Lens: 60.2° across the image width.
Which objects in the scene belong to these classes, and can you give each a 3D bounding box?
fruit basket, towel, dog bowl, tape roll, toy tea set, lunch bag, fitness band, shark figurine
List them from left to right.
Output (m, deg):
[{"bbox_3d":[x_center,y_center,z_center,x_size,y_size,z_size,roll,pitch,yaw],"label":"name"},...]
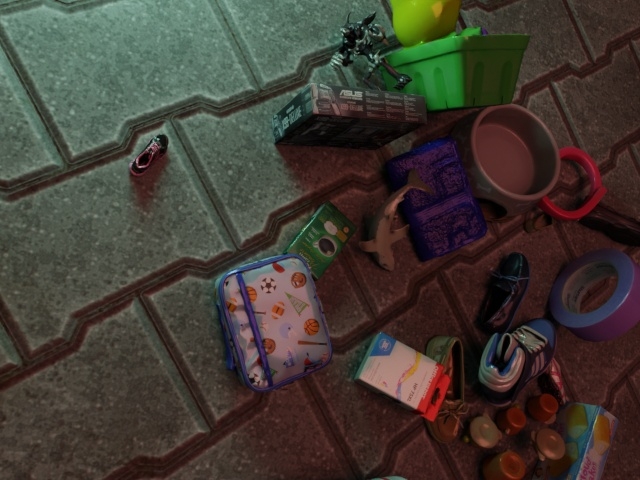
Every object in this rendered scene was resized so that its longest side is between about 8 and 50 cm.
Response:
[{"bbox_3d":[-0.114,0.195,1.279,0.243,0.115,0.303,-16,89,-24],"label":"lunch bag"},{"bbox_3d":[0.164,-0.065,1.440,0.166,0.116,0.278,11,107,-35],"label":"shark figurine"},{"bbox_3d":[0.329,-0.117,1.525,0.228,0.076,0.308,-26,98,-16],"label":"towel"},{"bbox_3d":[0.316,-0.521,1.441,0.283,0.392,0.391,-10,88,-26],"label":"fruit basket"},{"bbox_3d":[0.552,-0.248,1.631,0.349,0.102,0.348,5,73,-18],"label":"dog bowl"},{"bbox_3d":[0.559,0.567,1.571,0.336,0.124,0.199,-14,60,-23],"label":"toy tea set"},{"bbox_3d":[0.795,-0.180,1.773,0.291,0.054,0.209,-40,82,-26],"label":"fitness band"},{"bbox_3d":[0.825,0.160,1.641,0.090,0.275,0.274,34,70,-17],"label":"tape roll"}]

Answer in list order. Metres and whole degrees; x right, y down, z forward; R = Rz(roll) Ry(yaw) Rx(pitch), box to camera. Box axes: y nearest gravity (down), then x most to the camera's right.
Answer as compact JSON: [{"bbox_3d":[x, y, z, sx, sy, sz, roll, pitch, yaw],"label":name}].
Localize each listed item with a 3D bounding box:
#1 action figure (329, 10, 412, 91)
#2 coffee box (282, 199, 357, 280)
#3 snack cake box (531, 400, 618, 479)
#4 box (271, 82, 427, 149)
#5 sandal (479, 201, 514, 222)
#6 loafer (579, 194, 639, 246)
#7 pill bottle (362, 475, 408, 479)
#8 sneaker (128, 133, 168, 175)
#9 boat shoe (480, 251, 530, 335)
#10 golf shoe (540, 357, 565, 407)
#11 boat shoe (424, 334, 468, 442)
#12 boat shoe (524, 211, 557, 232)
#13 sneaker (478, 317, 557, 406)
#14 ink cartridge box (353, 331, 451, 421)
[{"bbox_3d":[0.115,-0.483,1.421,0.275,0.164,0.141,56,27,12],"label":"action figure"},{"bbox_3d":[0.000,0.000,1.398,0.113,0.040,0.184,43,67,-14],"label":"coffee box"},{"bbox_3d":[0.740,0.611,1.608,0.089,0.152,0.264,36,69,-17],"label":"snack cake box"},{"bbox_3d":[0.065,-0.295,1.359,0.308,0.242,0.076,-1,84,-25],"label":"box"},{"bbox_3d":[0.536,-0.091,1.663,0.180,0.049,0.072,-3,84,-26],"label":"sandal"},{"bbox_3d":[1.001,-0.066,1.856,0.303,0.109,0.095,20,71,-19],"label":"loafer"},{"bbox_3d":[0.026,0.663,1.215,0.408,0.229,0.228,4,81,-25],"label":"pill bottle"},{"bbox_3d":[-0.379,-0.196,1.235,0.047,0.057,0.119,38,68,-14],"label":"sneaker"},{"bbox_3d":[0.537,0.146,1.597,0.089,0.109,0.258,31,68,-30],"label":"boat shoe"},{"bbox_3d":[0.702,0.410,1.664,0.086,0.067,0.186,-23,93,-28],"label":"golf shoe"},{"bbox_3d":[0.336,0.399,1.477,0.105,0.089,0.284,1,82,-26],"label":"boat shoe"},{"bbox_3d":[0.712,-0.064,1.744,0.153,0.048,0.056,-18,91,-26],"label":"boat shoe"},{"bbox_3d":[0.552,0.296,1.516,0.323,0.130,0.236,-44,143,-19],"label":"sneaker"},{"bbox_3d":[0.218,0.347,1.395,0.231,0.078,0.134,28,70,2],"label":"ink cartridge box"}]
